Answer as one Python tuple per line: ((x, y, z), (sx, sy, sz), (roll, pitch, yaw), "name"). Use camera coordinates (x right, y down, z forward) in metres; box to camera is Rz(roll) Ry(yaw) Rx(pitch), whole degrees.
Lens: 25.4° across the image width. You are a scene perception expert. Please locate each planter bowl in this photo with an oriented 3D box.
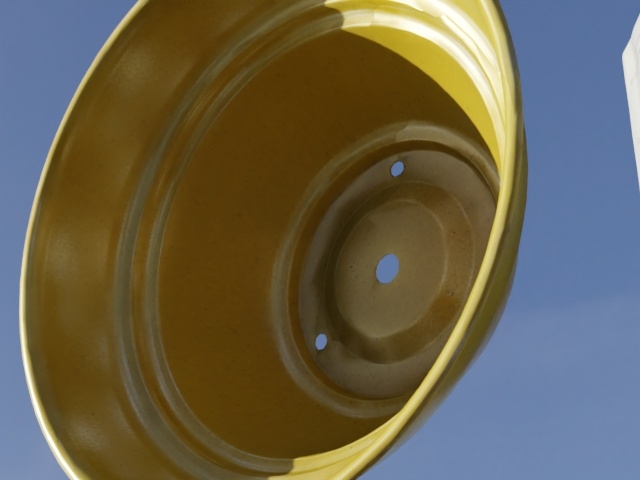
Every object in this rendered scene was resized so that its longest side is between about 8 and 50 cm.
((0.000, 0.000, 0.488), (0.217, 0.217, 0.090), (-35, -37, 27), "planter bowl")

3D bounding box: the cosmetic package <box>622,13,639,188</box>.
((0.272, 0.041, 0.771), (0.156, 0.385, 0.217), (-8, -8, 4), "cosmetic package")
